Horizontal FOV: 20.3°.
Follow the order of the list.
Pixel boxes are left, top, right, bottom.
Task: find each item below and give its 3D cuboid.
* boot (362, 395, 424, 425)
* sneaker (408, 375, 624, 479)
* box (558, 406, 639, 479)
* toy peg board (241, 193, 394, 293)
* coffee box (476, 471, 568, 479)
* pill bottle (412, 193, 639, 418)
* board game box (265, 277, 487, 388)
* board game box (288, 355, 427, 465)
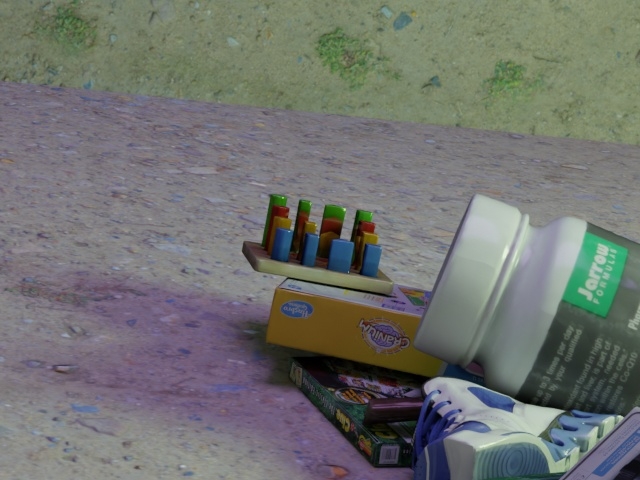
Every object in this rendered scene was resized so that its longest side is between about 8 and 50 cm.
[{"bbox_3d":[0.097,0.170,1.803,0.114,0.037,0.106,-9,-13,0],"label":"boot"},{"bbox_3d":[0.141,0.207,1.649,0.182,0.127,0.315,12,8,31],"label":"sneaker"},{"bbox_3d":[0.308,0.238,1.356,0.169,0.087,0.290,-38,29,-24],"label":"box"},{"bbox_3d":[0.000,0.000,2.082,0.161,0.079,0.160,9,6,-9],"label":"toy peg board"},{"bbox_3d":[0.216,0.251,1.501,0.184,0.113,0.040,-2,-4,-28],"label":"coffee box"},{"bbox_3d":[0.289,0.099,1.798,0.361,0.204,0.204,22,15,2],"label":"pill bottle"},{"bbox_3d":[0.110,0.101,2.031,0.316,0.064,0.242,12,6,5],"label":"board game box"},{"bbox_3d":[0.071,0.177,1.887,0.136,0.030,0.259,4,14,-22],"label":"board game box"}]
